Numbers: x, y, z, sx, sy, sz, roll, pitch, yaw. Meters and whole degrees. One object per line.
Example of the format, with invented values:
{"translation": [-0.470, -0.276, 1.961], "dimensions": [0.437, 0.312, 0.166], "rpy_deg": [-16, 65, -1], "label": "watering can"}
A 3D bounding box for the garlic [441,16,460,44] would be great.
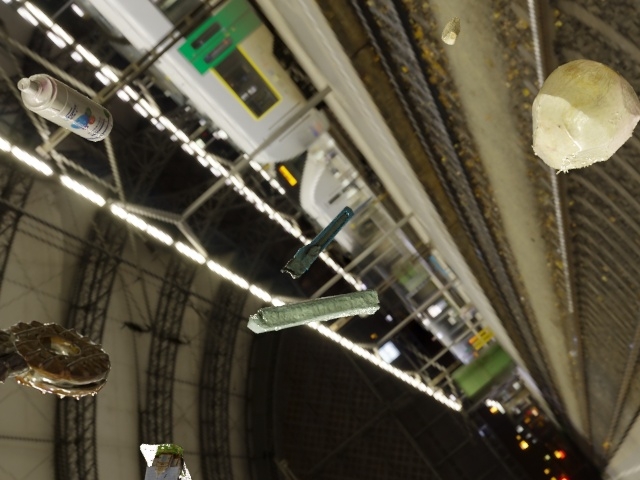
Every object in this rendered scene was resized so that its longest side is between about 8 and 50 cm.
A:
{"translation": [0.332, -0.523, 1.818], "dimensions": [0.041, 0.053, 0.083], "rpy_deg": [25, -136, -7], "label": "garlic"}

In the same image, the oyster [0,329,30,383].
{"translation": [-0.788, 0.219, 1.557], "dimensions": [0.275, 0.101, 0.271], "rpy_deg": [20, -173, 24], "label": "oyster"}

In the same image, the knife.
{"translation": [0.001, -0.001, 1.656], "dimensions": [0.044, 0.026, 0.296], "rpy_deg": [47, -133, -5], "label": "knife"}

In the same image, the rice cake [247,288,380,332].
{"translation": [-0.014, 0.172, 1.763], "dimensions": [0.066, 0.336, 0.063], "rpy_deg": [143, 117, -64], "label": "rice cake"}

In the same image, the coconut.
{"translation": [0.464, -0.227, 1.267], "dimensions": [0.194, 0.194, 0.194], "rpy_deg": [49, -176, -4], "label": "coconut"}

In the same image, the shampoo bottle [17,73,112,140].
{"translation": [-0.594, -0.312, 1.670], "dimensions": [0.092, 0.092, 0.303], "rpy_deg": [50, -176, 13], "label": "shampoo bottle"}

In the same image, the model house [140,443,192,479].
{"translation": [-0.397, 0.602, 1.816], "dimensions": [0.088, 0.117, 0.167], "rpy_deg": [-81, -11, -57], "label": "model house"}

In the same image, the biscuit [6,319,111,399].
{"translation": [-0.767, 0.341, 2.088], "dimensions": [0.332, 0.103, 0.332], "rpy_deg": [24, -171, -4], "label": "biscuit"}
